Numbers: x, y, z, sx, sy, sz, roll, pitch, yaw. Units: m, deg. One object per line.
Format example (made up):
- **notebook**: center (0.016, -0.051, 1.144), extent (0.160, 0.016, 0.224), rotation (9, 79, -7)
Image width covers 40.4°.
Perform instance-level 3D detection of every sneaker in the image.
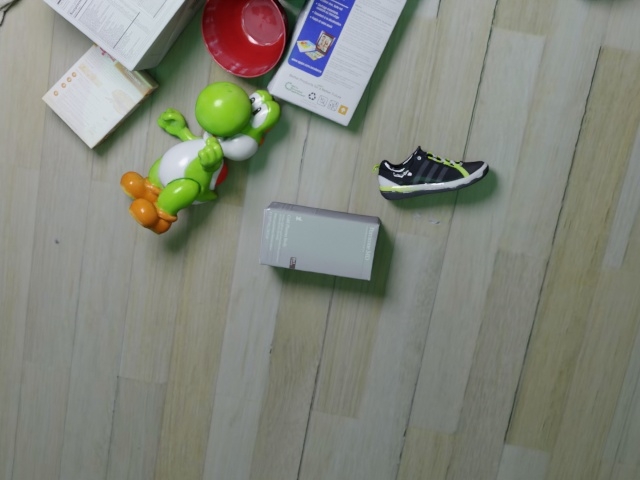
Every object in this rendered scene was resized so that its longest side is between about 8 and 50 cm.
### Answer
- **sneaker**: center (0.224, -0.147, 1.776), extent (0.235, 0.084, 0.097), rotation (-11, 102, 6)

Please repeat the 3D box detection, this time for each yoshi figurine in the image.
- **yoshi figurine**: center (-0.252, -0.191, 1.740), extent (0.362, 0.203, 0.203), rotation (-40, 92, 8)

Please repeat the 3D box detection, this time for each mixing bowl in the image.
- **mixing bowl**: center (-0.131, -0.420, 1.708), extent (0.182, 0.098, 0.181), rotation (11, 118, 21)

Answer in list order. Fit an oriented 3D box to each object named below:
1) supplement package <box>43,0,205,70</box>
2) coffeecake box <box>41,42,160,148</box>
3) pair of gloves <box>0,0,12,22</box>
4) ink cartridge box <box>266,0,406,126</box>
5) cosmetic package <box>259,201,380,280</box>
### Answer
- **supplement package**: center (-0.384, -0.486, 1.666), extent (0.263, 0.199, 0.198), rotation (39, 102, -6)
- **coffeecake box**: center (-0.448, -0.305, 1.782), extent (0.185, 0.068, 0.142), rotation (-42, 98, 12)
- **pair of gloves**: center (-0.692, -0.578, 1.743), extent (0.240, 0.042, 0.204), rotation (36, 100, -8)
- **ink cartridge box**: center (0.048, -0.426, 1.707), extent (0.176, 0.069, 0.370), rotation (21, 107, -18)
- **cosmetic package**: center (0.000, 0.000, 1.817), extent (0.238, 0.107, 0.127), rotation (7, 101, 5)
